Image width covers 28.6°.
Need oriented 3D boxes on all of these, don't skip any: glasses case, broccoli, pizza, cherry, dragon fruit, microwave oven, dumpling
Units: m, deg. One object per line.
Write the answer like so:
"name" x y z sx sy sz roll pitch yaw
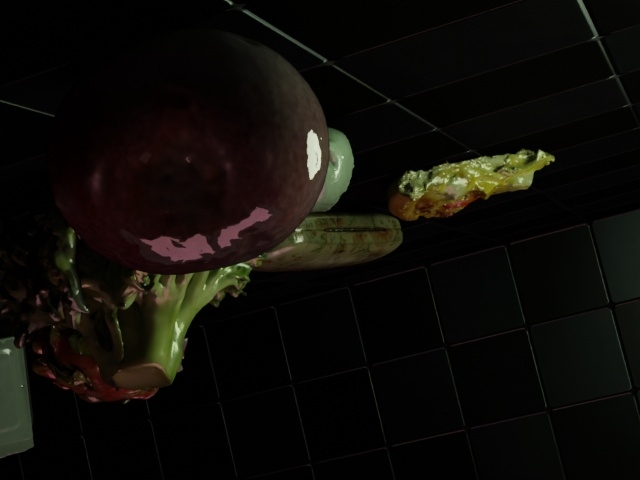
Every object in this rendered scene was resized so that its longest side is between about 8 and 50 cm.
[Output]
"glasses case" 0.000 0.000 2.231 0.156 0.098 0.425 -15 173 31
"broccoli" -0.237 0.024 1.572 0.334 0.272 0.324 -7 134 5
"pizza" 0.247 -0.092 2.075 0.287 0.075 0.280 -15 174 13
"cherry" -0.109 -0.084 1.062 0.239 0.206 0.239 -17 -152 10
"dragon fruit" -0.421 0.185 2.372 0.291 0.250 0.269 0 175 31
"microwave oven" -0.634 0.251 2.217 0.181 0.238 0.295 -9 -168 -32
"dumpling" -0.033 -0.080 1.522 0.152 0.108 0.219 -15 170 7

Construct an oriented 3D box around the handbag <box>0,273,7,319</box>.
"handbag" -0.498 0.087 2.068 0.223 0.080 0.247 -11 173 -22
